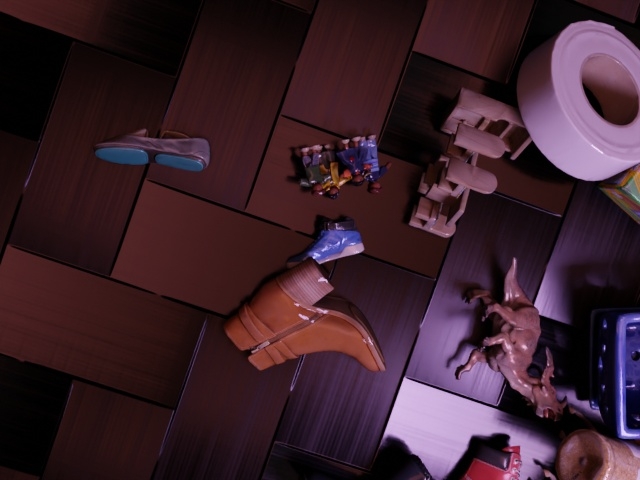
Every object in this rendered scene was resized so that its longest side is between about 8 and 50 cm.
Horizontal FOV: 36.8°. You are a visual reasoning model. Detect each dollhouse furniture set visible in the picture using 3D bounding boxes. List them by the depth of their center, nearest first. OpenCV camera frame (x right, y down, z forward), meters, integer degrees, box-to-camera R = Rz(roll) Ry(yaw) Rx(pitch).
[{"bbox_3d":[0.293,-0.135,1.775,0.160,0.212,0.242,20,65,-5],"label":"dollhouse furniture set"}]

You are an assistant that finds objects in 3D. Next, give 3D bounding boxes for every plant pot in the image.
[{"bbox_3d":[0.635,0.236,1.831,0.235,0.212,0.236,-1,94,-5],"label":"plant pot"}]

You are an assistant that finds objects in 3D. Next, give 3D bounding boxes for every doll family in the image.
[{"bbox_3d":[0.047,-0.131,1.816,0.192,0.076,0.111,-13,90,-8],"label":"doll family"}]

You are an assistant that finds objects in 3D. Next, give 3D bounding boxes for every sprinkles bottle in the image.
[{"bbox_3d":[0.590,0.443,1.797,0.355,0.121,0.121,22,92,-35],"label":"sprinkles bottle"}]

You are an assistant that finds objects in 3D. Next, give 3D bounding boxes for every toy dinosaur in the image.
[{"bbox_3d":[0.382,0.189,1.853,0.200,0.127,0.296,9,81,-14],"label":"toy dinosaur"}]

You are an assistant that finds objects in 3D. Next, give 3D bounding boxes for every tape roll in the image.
[{"bbox_3d":[0.502,-0.259,1.774,0.286,0.100,0.286,10,68,-26],"label":"tape roll"}]

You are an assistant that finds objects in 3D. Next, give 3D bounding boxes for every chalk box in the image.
[{"bbox_3d":[0.671,-0.083,1.853,0.213,0.132,0.132,41,89,-6],"label":"chalk box"}]

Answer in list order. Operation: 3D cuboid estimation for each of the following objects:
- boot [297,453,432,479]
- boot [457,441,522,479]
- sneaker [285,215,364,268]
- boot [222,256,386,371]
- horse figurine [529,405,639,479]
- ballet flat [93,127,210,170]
[{"bbox_3d":[0.105,0.477,1.850,0.207,0.094,0.246,-43,104,2],"label":"boot"},{"bbox_3d":[0.387,0.501,1.862,0.244,0.088,0.176,30,88,15],"label":"boot"},{"bbox_3d":[0.000,0.000,1.827,0.152,0.058,0.085,-16,92,-1],"label":"sneaker"},{"bbox_3d":[-0.026,0.191,1.817,0.220,0.109,0.283,-37,115,9],"label":"boot"},{"bbox_3d":[0.528,0.457,1.909,0.174,0.066,0.263,27,90,-4],"label":"horse figurine"},{"bbox_3d":[-0.311,-0.174,1.787,0.213,0.072,0.068,7,66,-7],"label":"ballet flat"}]
